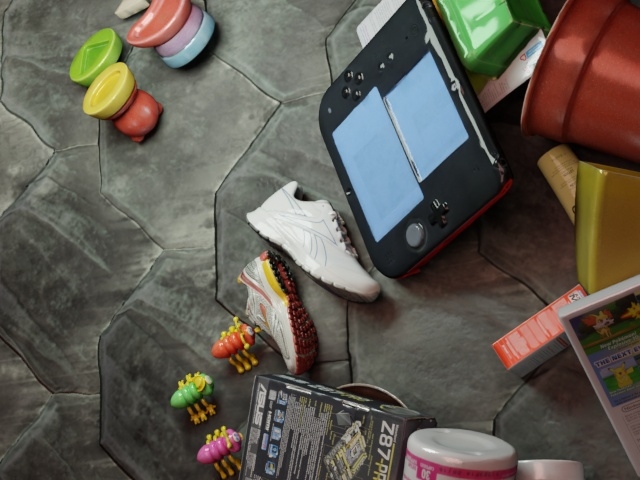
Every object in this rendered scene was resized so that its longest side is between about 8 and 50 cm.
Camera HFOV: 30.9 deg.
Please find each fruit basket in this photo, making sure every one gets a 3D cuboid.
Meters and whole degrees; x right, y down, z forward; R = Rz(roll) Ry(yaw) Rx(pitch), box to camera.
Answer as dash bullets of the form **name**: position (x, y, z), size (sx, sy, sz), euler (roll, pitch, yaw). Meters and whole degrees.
- **fruit basket**: position (0.224, -0.340, 1.995), size (0.353, 0.165, 0.327), euler (-45, 56, 45)

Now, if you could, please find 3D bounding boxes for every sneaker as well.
- **sneaker**: position (-0.076, 0.135, 2.029), size (0.092, 0.088, 0.225), euler (-31, 67, 21)
- **sneaker**: position (0.000, 0.000, 2.025), size (0.297, 0.111, 0.129), euler (39, 87, 27)

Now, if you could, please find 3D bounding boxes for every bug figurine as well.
- **bug figurine**: position (-0.150, 0.284, 2.025), size (0.216, 0.072, 0.279), euler (-35, 65, 11)

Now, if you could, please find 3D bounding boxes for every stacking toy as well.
- **stacking toy**: position (-0.350, -0.362, 2.309), size (0.309, 0.130, 0.279), euler (-51, 36, 0)

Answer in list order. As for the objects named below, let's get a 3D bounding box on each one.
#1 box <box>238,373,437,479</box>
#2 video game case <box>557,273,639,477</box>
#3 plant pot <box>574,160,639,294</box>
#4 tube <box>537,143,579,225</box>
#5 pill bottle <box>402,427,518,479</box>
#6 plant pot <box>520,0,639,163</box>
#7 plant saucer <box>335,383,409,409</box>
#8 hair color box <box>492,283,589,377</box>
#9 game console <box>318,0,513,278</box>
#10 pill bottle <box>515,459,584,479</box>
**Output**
- **box**: position (0.003, 0.433, 1.822), size (0.318, 0.097, 0.395), euler (9, 90, 42)
- **video game case**: position (0.555, 0.164, 1.674), size (0.329, 0.036, 0.300), euler (-25, 105, 16)
- **plant pot**: position (0.484, -0.003, 1.739), size (0.212, 0.212, 0.187), euler (12, 98, 3)
- **tube**: position (0.439, -0.046, 1.871), size (0.070, 0.062, 0.240), euler (-47, 64, 41)
- **pill bottle**: position (0.188, 0.426, 1.665), size (0.160, 0.160, 0.283), euler (9, 96, 26)
- **plant pot**: position (0.491, -0.236, 1.803), size (0.265, 0.272, 0.272), euler (27, 87, 19)
- **plant saucer**: position (0.073, 0.387, 1.863), size (0.310, 0.050, 0.311), euler (-8, 79, 43)
- **hair color box**: position (0.361, 0.145, 1.829), size (0.167, 0.093, 0.053), euler (-35, 65, 10)
- **game console**: position (0.142, -0.164, 1.935), size (0.342, 0.060, 0.387), euler (-48, 56, 47)
- **pill bottle**: position (0.334, 0.463, 1.714), size (0.153, 0.153, 0.265), euler (-7, 73, 22)
